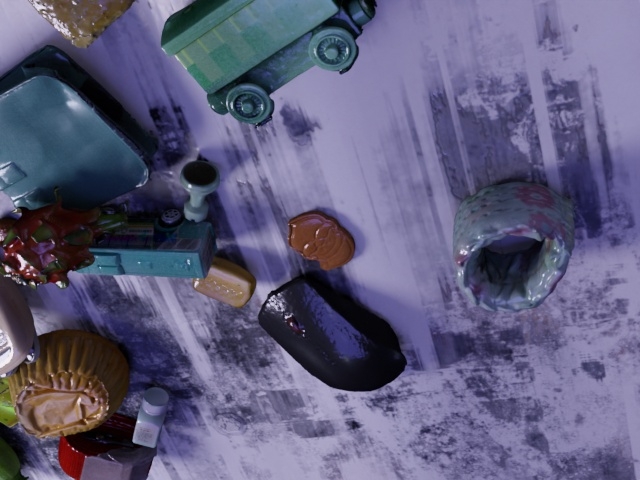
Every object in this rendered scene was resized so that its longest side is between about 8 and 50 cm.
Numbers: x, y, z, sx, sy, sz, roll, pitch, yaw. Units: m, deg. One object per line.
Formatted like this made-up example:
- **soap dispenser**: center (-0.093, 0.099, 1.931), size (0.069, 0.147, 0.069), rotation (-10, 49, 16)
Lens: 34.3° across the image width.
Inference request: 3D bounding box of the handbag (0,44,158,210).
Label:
- **handbag**: center (-0.438, -0.168, 1.696), size (0.274, 0.100, 0.269), rotation (-26, 127, 29)

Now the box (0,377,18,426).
- **box**: center (-0.694, 0.250, 2.103), size (0.173, 0.043, 0.311), rotation (-32, 118, 28)

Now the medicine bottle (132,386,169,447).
- **medicine bottle**: center (-0.344, 0.356, 2.115), size (0.055, 0.074, 0.118), rotation (17, 129, -4)

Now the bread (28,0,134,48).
- **bread**: center (-0.361, -0.392, 1.501), size (0.138, 0.102, 0.196), rotation (-29, 118, 25)

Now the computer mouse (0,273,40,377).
- **computer mouse**: center (-0.615, 0.139, 1.939), size (0.145, 0.082, 0.236), rotation (-32, 87, 25)

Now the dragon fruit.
- **dragon fruit**: center (-0.425, -0.011, 1.708), size (0.236, 0.135, 0.137), rotation (-31, 138, 8)

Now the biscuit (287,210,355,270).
- **biscuit**: center (0.000, 0.000, 1.813), size (0.130, 0.019, 0.102), rotation (38, 123, -20)

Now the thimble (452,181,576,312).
- **thimble**: center (0.317, 0.005, 1.688), size (0.211, 0.149, 0.185), rotation (-26, 118, 25)

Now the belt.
- **belt**: center (-0.447, 0.445, 2.168), size (0.201, 0.128, 0.124), rotation (16, 130, -6)

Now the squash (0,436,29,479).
- **squash**: center (-0.776, 0.411, 2.206), size (0.107, 0.107, 0.395), rotation (-31, 117, 28)

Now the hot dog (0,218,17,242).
- **hot dog**: center (-0.561, -0.007, 1.881), size (0.083, 0.035, 0.058), rotation (28, 128, -14)

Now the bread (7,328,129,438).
- **bread**: center (-0.489, 0.280, 2.020), size (0.240, 0.139, 0.239), rotation (-5, 120, -9)

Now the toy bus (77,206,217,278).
- **toy bus**: center (-0.316, 0.007, 1.814), size (0.262, 0.109, 0.091), rotation (1, 135, 9)

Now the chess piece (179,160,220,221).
- **chess piece**: center (-0.207, -0.079, 1.757), size (0.067, 0.067, 0.103), rotation (13, 139, -2)

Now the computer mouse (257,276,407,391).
- **computer mouse**: center (0.020, 0.190, 1.918), size (0.295, 0.087, 0.168), rotation (34, 129, -15)

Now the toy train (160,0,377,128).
- **toy train**: center (-0.073, -0.305, 1.515), size (0.301, 0.120, 0.202), rotation (-28, 118, 26)

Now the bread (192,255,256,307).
- **bread**: center (-0.171, 0.069, 1.871), size (0.115, 0.056, 0.082), rotation (19, 125, -1)
